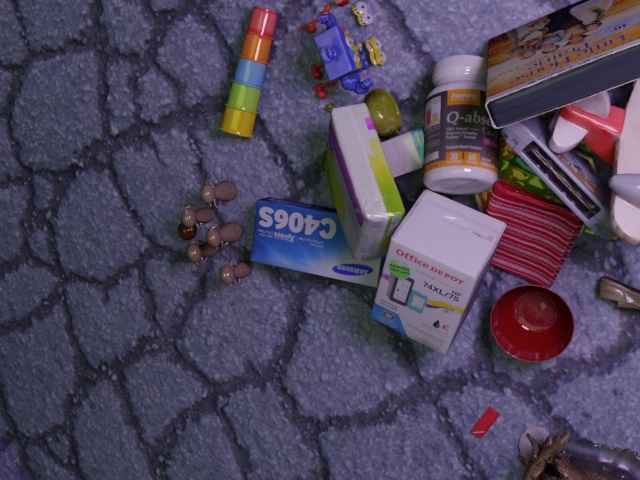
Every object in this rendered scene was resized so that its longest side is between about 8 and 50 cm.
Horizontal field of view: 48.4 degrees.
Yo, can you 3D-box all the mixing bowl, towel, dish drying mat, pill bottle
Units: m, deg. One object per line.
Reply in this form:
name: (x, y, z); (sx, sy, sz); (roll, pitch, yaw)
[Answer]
mixing bowl: (0.485, 0.175, 1.621); (0.182, 0.098, 0.181); (5, 105, 21)
towel: (0.447, -0.007, 1.558); (0.199, 0.031, 0.274); (24, 147, 17)
dish drying mat: (0.405, 0.448, 1.750); (0.032, 0.008, 0.083); (36, 110, 14)
pill bottle: (0.308, -0.250, 1.559); (0.162, 0.162, 0.278); (-1, 78, 22)

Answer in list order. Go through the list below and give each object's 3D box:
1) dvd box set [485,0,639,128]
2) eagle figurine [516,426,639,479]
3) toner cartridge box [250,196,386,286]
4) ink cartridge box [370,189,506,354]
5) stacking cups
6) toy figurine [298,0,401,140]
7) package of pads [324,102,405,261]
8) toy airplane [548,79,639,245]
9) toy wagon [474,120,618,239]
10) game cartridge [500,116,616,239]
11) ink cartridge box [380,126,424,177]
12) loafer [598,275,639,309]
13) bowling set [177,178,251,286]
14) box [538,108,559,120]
dvd box set: (0.473, -0.366, 1.373); (0.308, 0.420, 0.062); (-18, 114, 24)
eagle figurine: (0.595, 0.566, 1.624); (0.299, 0.225, 0.226); (26, 154, -14)
toner cartridge box: (0.000, 0.000, 1.800); (0.348, 0.075, 0.165); (11, 103, 20)
ink cartridge box: (0.257, 0.070, 1.587); (0.198, 0.197, 0.270); (26, 137, 16)
stacking cups: (-0.176, -0.422, 1.789); (0.096, 0.096, 0.316); (21, 106, 17)
toy figurine: (0.039, -0.388, 1.644); (0.191, 0.217, 0.362); (-18, 91, 23)
package of pads: (0.090, -0.124, 1.618); (0.101, 0.229, 0.296); (-11, 64, -10)
toy airplane: (0.633, -0.199, 1.349); (0.272, 0.385, 0.385); (-35, 69, 57)
toy wagon: (0.517, -0.105, 1.582); (0.345, 0.068, 0.267); (29, 108, 15)
game cartridge: (0.493, -0.141, 1.439); (0.297, 0.198, 0.062); (47, 123, 3)
ink cartridge box: (0.197, -0.202, 1.679); (0.143, 0.092, 0.089); (-18, 92, 23)
loafer: (0.681, 0.129, 1.566); (0.148, 0.056, 0.050); (29, 109, 25)
bowling set: (-0.312, -0.009, 1.878); (0.200, 0.154, 0.286); (-10, 94, 22)
box: (0.475, -0.295, 1.555); (0.137, 0.093, 0.027); (-16, 128, 23)
